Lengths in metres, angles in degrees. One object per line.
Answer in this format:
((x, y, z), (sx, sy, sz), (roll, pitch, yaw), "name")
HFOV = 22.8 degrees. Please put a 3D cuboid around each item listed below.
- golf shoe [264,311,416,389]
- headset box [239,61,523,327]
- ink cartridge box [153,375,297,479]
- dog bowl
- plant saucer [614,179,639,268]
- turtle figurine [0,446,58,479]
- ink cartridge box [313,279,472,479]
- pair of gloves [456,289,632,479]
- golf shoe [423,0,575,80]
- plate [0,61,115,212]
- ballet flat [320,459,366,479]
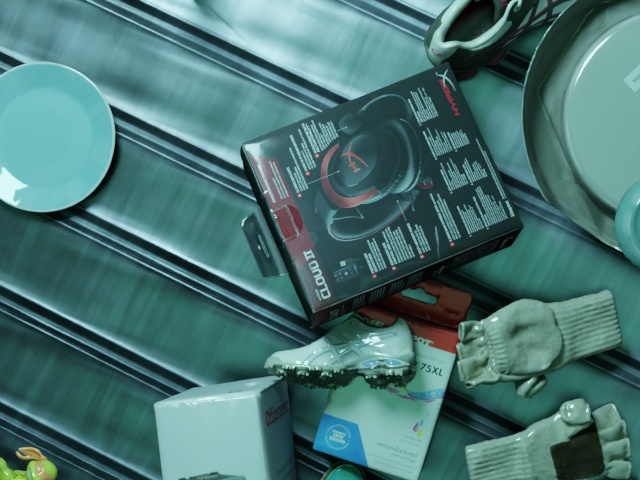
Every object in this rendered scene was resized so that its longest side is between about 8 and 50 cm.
((0.024, 0.127, 1.846), (0.176, 0.069, 0.086), (-1, 69, 8), "golf shoe")
((0.054, -0.046, 1.839), (0.293, 0.110, 0.218), (-23, 78, -7), "headset box")
((-0.096, 0.323, 1.851), (0.131, 0.226, 0.306), (-8, 88, 6), "ink cartridge box")
((0.407, -0.141, 1.840), (0.348, 0.102, 0.349), (0, 90, 7), "dog bowl")
((0.391, -0.018, 1.782), (0.119, 0.021, 0.119), (0, 90, 8), "plant saucer")
((-0.400, 0.327, 1.961), (0.217, 0.087, 0.269), (-43, 94, 14), "turtle figurine")
((0.089, 0.156, 1.897), (0.134, 0.078, 0.231), (16, 92, 7), "ink cartridge box")
((0.264, 0.184, 1.860), (0.204, 0.042, 0.240), (-7, 100, -10), "pair of gloves")
((0.239, -0.291, 1.853), (0.273, 0.120, 0.105), (-42, 84, 5), "golf shoe")
((-0.345, -0.128, 1.980), (0.188, 0.024, 0.188), (0, 91, 7), "plate")
((0.017, 0.367, 1.912), (0.073, 0.067, 0.206), (9, 82, 4), "ballet flat")
